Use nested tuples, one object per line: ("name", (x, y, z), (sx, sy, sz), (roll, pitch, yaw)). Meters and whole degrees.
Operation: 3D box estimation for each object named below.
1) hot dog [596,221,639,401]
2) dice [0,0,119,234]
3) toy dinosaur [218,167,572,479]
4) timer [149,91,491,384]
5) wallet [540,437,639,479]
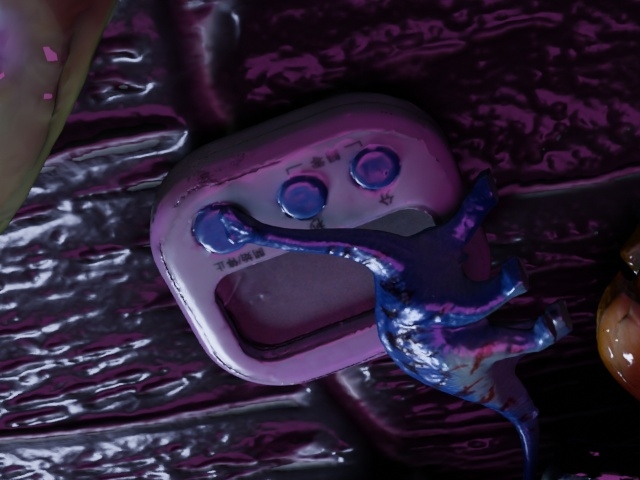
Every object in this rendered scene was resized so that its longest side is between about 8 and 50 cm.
("hot dog", (0.321, 0.114, 1.051), (0.100, 0.135, 0.337), (-14, 131, 46))
("dice", (-0.241, -0.148, 0.761), (0.252, 0.254, 0.250), (24, 116, -17))
("toy dinosaur", (0.093, 0.049, 0.953), (0.144, 0.076, 0.329), (-35, 121, 22))
("timer", (0.000, 0.000, 0.988), (0.208, 0.069, 0.191), (-21, 124, 7))
("wallet", (0.333, 0.211, 1.026), (0.379, 0.046, 0.191), (6, 142, 2))
